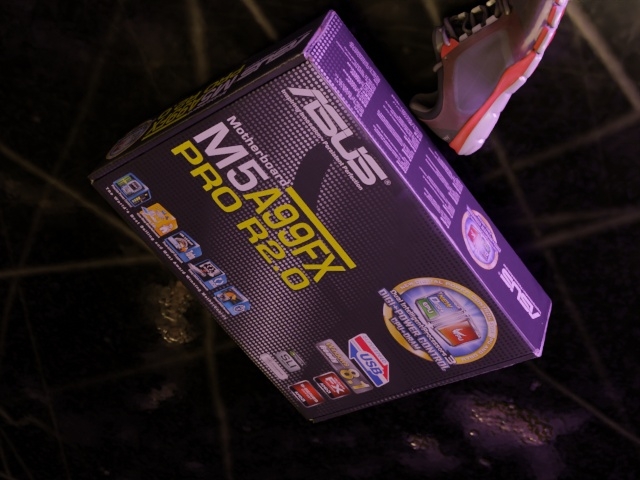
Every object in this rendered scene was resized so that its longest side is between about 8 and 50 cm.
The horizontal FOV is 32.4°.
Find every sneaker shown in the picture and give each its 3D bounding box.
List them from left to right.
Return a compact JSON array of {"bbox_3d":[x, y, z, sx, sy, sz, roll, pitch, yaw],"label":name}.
[{"bbox_3d":[0.102,-0.122,0.681,0.065,0.061,0.158,30,127,0],"label":"sneaker"}]

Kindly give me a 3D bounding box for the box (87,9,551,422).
[{"bbox_3d":[0.000,0.000,0.779,0.216,0.060,0.270,-22,118,37],"label":"box"}]
